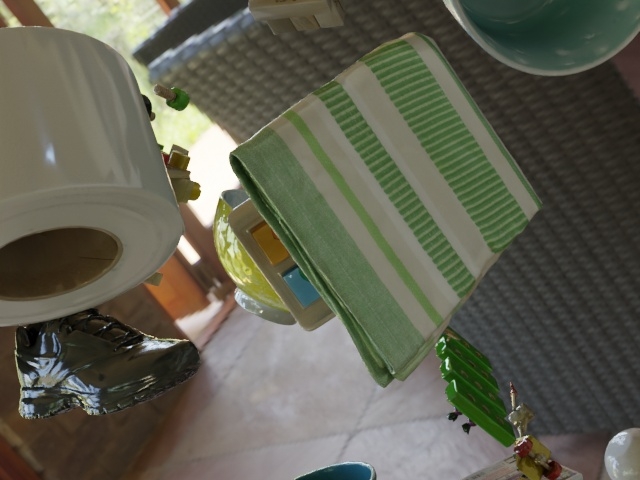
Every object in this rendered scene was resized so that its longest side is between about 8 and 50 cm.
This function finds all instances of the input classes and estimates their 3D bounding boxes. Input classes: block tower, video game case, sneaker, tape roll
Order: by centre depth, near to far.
[{"bbox_3d":[-0.263,-0.050,0.919,0.246,0.169,0.246,-17,-24,-8],"label":"tape roll"},{"bbox_3d":[-0.026,-0.400,1.180,0.091,0.097,0.336,-4,72,15],"label":"block tower"},{"bbox_3d":[-0.265,0.134,1.189,0.286,0.130,0.109,-11,5,32],"label":"sneaker"},{"bbox_3d":[0.404,0.500,2.099,0.201,0.023,0.183,-18,15,-26],"label":"video game case"}]

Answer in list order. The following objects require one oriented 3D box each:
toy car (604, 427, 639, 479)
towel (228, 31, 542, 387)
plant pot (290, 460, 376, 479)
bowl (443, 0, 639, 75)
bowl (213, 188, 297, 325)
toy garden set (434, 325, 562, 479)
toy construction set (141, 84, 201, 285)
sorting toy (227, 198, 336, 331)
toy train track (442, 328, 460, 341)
[{"bbox_3d":[0.433,0.257,1.166,0.182,0.159,0.136,-52,13,-2],"label":"toy car"},{"bbox_3d":[0.078,-0.049,0.959,0.038,0.248,0.325,-26,12,45],"label":"towel"},{"bbox_3d":[0.017,0.541,1.667,0.271,0.255,0.271,-25,5,2],"label":"plant pot"},{"bbox_3d":[0.261,-0.366,1.279,0.311,0.311,0.163,-39,20,-8],"label":"bowl"},{"bbox_3d":[-0.059,0.046,1.674,0.289,0.289,0.156,-119,52,-71],"label":"bowl"},{"bbox_3d":[0.241,0.238,1.468,0.049,0.204,0.244,-48,12,15],"label":"toy garden set"},{"bbox_3d":[-0.291,-0.072,1.756,0.257,0.237,0.309,-6,74,35],"label":"toy construction set"},{"bbox_3d":[0.000,0.000,1.431,0.193,0.208,0.038,-33,9,7],"label":"sorting toy"},{"bbox_3d":[0.171,0.134,1.450,0.014,0.048,0.083,-61,-21,7],"label":"toy train track"}]
